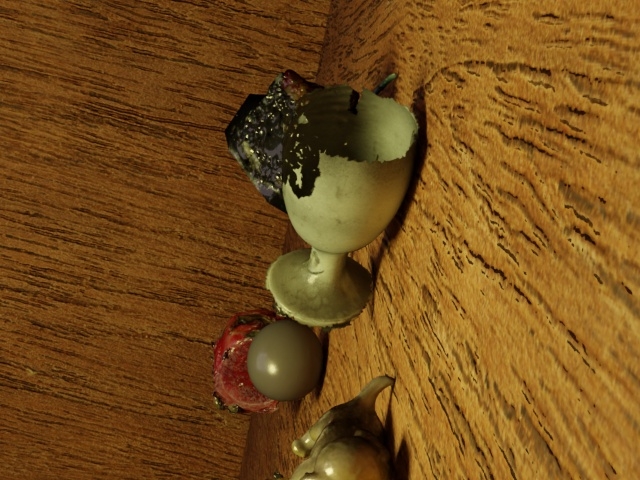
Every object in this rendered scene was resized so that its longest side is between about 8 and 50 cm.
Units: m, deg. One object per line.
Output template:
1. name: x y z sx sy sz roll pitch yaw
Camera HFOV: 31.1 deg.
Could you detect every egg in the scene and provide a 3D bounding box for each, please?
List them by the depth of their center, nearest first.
1. egg: -0.066 0.226 2.192 0.198 0.146 0.146 -76 -1 -65

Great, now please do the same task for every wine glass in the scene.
1. wine glass: 0.026 -0.049 1.643 0.190 0.190 0.357 -86 4 -47

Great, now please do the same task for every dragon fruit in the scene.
1. dragon fruit: -0.132 0.276 2.444 0.282 0.211 0.147 -57 19 11

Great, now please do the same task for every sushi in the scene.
1. sushi: -0.013 -0.162 1.917 0.212 0.215 0.227 -55 24 18

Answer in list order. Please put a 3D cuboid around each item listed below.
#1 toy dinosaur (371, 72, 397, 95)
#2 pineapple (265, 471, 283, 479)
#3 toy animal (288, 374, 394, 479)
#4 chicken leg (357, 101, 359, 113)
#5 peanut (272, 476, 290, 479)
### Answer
1. toy dinosaur: 0.063 -0.197 2.077 0.383 0.076 0.129 101 169 -47
2. pineapple: -0.109 0.562 2.318 0.108 0.108 0.197 -116 47 -80
3. toy animal: 0.030 0.275 1.378 0.168 0.121 0.233 -59 4 23
4. chicken leg: 0.050 -0.176 2.242 0.085 0.069 0.198 33 -108 -71
5. peanut: -0.060 0.461 1.789 0.305 0.147 0.147 -86 8 -72
